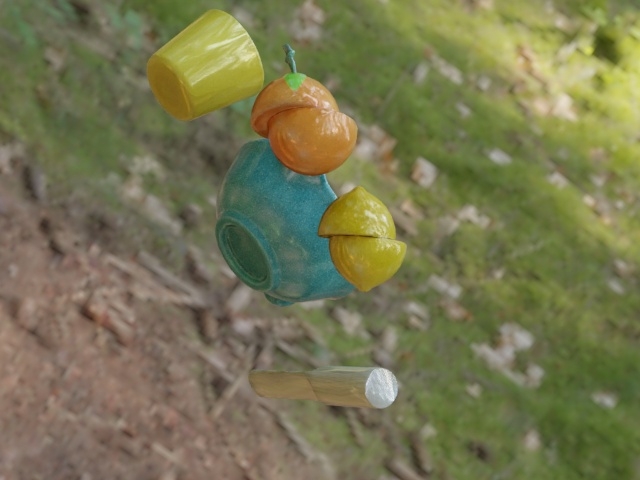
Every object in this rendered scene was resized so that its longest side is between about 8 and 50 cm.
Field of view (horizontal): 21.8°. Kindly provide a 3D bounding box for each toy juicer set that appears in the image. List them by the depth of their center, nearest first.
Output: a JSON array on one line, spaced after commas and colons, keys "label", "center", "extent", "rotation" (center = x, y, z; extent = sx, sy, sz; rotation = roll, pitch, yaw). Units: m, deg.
[{"label": "toy juicer set", "center": [0.000, 0.000, 1.195], "extent": [0.089, 0.329, 0.209], "rotation": [-34, 36, -29]}]
